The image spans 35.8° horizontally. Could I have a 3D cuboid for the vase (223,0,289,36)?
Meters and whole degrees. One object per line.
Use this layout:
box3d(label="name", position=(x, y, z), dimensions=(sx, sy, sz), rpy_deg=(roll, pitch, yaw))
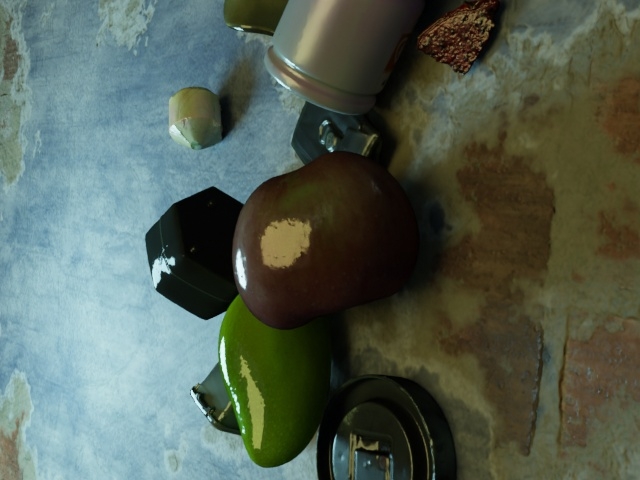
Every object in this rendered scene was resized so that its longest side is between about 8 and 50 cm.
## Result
box3d(label="vase", position=(-0.052, -0.544, 1.754), dimensions=(0.329, 0.240, 0.302), rpy_deg=(-89, 13, -54))

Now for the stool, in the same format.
box3d(label="stool", position=(-0.207, 0.021, 1.854), dimensions=(0.141, 0.232, 0.232), rpy_deg=(-45, 53, 42))

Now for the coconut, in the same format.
box3d(label="coconut", position=(-0.254, -0.243, 2.028), dimensions=(0.116, 0.116, 0.122), rpy_deg=(-33, 55, 45))

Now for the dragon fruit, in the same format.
box3d(label="dragon fruit", position=(0.218, -0.325, 1.497), dimensions=(0.097, 0.063, 0.131), rpy_deg=(39, 121, 11))

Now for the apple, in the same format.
box3d(label="apple", position=(0.000, 0.000, 1.530), dimensions=(0.305, 0.305, 0.235), rpy_deg=(-25, 82, 48))

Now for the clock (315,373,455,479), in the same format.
box3d(label="clock", position=(0.098, 0.348, 1.553), dimensions=(0.280, 0.055, 0.281), rpy_deg=(-8, 80, 51))

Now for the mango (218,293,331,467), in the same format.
box3d(label="mango", position=(-0.077, 0.213, 1.649), dimensions=(0.156, 0.192, 0.343), rpy_deg=(106, 167, -53))

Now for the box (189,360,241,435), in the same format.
box3d(label="box", position=(-0.133, 0.284, 1.776), dimensions=(0.093, 0.172, 0.124), rpy_deg=(-57, 45, 9))

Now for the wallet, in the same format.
box3d(label="wallet", position=(0.021, -0.173, 1.710), dimensions=(0.245, 0.052, 0.169), rpy_deg=(54, 134, 44))

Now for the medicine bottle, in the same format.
box3d(label="medicine bottle", position=(0.058, -0.381, 1.571), dimensions=(0.202, 0.202, 0.316), rpy_deg=(53, 126, 41))
